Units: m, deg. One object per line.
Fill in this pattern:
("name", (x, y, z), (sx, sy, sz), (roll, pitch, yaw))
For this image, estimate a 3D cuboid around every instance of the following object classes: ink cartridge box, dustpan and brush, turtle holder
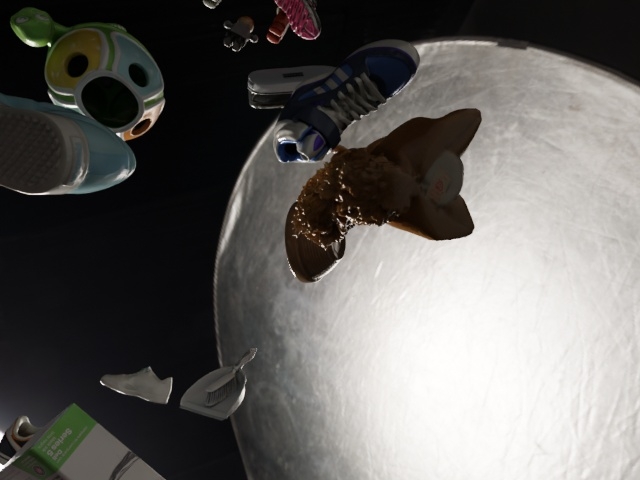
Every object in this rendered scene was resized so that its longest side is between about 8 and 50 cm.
("ink cartridge box", (-0.450, 0.472, 1.016), (0.273, 0.114, 0.198), (46, 124, -10))
("dustpan and brush", (-0.213, 0.323, 1.232), (0.148, 0.211, 0.060), (3, 109, 32))
("turtle holder", (-0.480, -0.366, 1.150), (0.227, 0.244, 0.320), (-124, 18, -52))

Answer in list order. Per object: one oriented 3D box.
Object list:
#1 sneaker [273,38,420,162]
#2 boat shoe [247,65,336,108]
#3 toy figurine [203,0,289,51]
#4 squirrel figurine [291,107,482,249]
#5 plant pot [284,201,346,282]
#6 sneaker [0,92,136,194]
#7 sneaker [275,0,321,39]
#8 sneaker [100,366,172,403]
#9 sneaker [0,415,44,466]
("sneaker", (0.042, -0.253, 1.065), (0.130, 0.323, 0.236), (45, -133, -37))
("boat shoe", (-0.045, -0.407, 1.448), (0.104, 0.307, 0.113), (97, 158, -47))
("toy figurine", (-0.185, -0.634, 1.403), (0.213, 0.210, 0.148), (59, -142, -41))
("squirrel figurine", (0.108, -0.141, 1.198), (0.371, 0.397, 0.280), (19, 120, 52))
("plant pot", (0.000, 0.000, 1.464), (0.237, 0.110, 0.237), (-5, -90, -66))
("sneaker", (-0.412, -0.135, 0.725), (0.366, 0.150, 0.135), (23, 101, 24))
("sneaker", (-0.032, -0.481, 1.097), (0.170, 0.075, 0.063), (59, 137, 28))
("sneaker", (-0.548, 0.421, 1.580), (0.080, 0.213, 0.094), (94, -169, -73))
("sneaker", (-0.721, 0.584, 1.424), (0.126, 0.322, 0.127), (69, -138, -82))
